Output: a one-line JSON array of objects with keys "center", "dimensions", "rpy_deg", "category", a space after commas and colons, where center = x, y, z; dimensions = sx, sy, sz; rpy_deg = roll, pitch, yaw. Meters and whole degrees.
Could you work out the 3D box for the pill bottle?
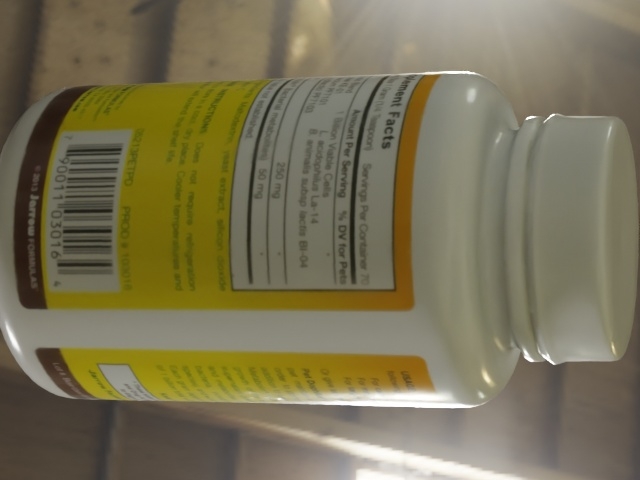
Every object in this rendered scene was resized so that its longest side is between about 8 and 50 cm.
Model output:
[{"center": [0.000, 0.000, 0.636], "dimensions": [0.117, 0.215, 0.117], "rpy_deg": [0, -90, -72], "category": "pill bottle"}]
